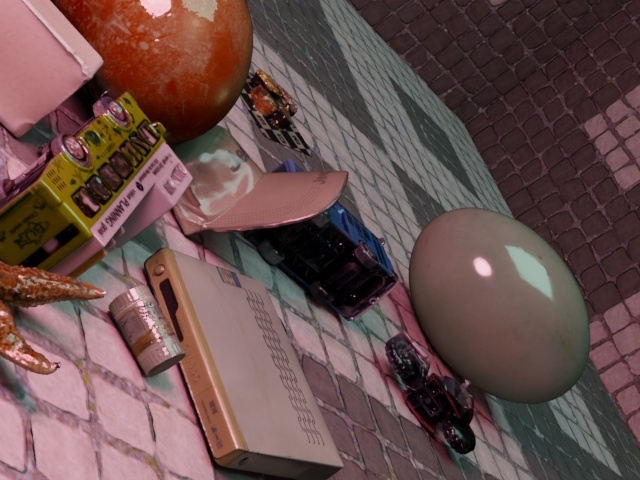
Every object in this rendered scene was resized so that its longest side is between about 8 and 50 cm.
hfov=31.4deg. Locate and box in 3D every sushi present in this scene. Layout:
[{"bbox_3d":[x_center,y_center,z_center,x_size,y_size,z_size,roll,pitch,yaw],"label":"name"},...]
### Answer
[{"bbox_3d":[-0.084,-0.254,2.090,0.192,0.040,0.210,59,18,17],"label":"sushi"}]

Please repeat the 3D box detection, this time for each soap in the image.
[{"bbox_3d":[-0.336,-0.213,1.200,0.183,0.121,0.064,49,18,-19],"label":"soap"}]

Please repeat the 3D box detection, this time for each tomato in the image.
[{"bbox_3d":[-0.195,-0.255,1.395,0.270,0.223,0.270,56,-9,13],"label":"tomato"}]

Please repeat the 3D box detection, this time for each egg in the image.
[{"bbox_3d":[0.318,0.116,2.026,0.389,0.276,0.276,50,17,-2],"label":"egg"}]

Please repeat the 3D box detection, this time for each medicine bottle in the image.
[{"bbox_3d":[-0.176,0.092,1.155,0.083,0.047,0.047,58,17,14],"label":"medicine bottle"}]

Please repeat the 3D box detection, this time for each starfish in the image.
[{"bbox_3d":[-0.299,0.021,0.944,0.277,0.062,0.235,37,26,-38],"label":"starfish"}]

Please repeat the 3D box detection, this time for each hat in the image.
[{"bbox_3d":[-0.097,-0.104,1.502,0.214,0.245,0.149,-81,152,-68],"label":"hat"}]

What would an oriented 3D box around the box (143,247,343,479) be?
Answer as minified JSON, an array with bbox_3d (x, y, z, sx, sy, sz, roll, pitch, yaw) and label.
[{"bbox_3d":[-0.087,0.142,1.283,0.211,0.045,0.270,23,34,-52],"label":"box"}]

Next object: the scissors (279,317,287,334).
[{"bbox_3d":[-0.054,0.158,1.401,0.088,0.017,0.220,44,19,-41],"label":"scissors"}]

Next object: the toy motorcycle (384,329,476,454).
[{"bbox_3d":[0.177,0.228,1.766,0.213,0.082,0.122,54,18,-4],"label":"toy motorcycle"}]

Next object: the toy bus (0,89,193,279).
[{"bbox_3d":[-0.237,-0.049,1.174,0.139,0.113,0.301,50,20,-12],"label":"toy bus"}]

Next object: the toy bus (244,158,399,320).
[{"bbox_3d":[0.000,0.000,1.686,0.234,0.116,0.133,41,17,-30],"label":"toy bus"}]
